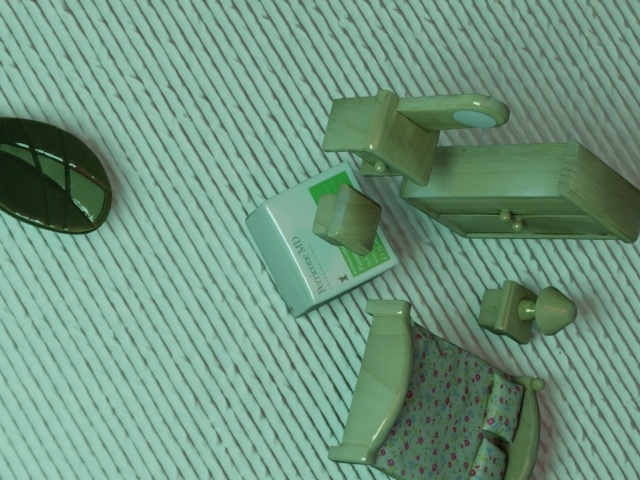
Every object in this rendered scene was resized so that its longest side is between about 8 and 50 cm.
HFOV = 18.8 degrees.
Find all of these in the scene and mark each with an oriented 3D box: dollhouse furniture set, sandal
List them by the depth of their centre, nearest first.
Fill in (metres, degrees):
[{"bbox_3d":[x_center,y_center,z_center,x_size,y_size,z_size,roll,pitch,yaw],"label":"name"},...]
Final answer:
[{"bbox_3d":[0.119,0.098,1.542,0.303,0.174,0.355,31,67,-45],"label":"dollhouse furniture set"},{"bbox_3d":[-0.279,-0.058,1.634,0.219,0.060,0.090,12,71,5],"label":"sandal"}]

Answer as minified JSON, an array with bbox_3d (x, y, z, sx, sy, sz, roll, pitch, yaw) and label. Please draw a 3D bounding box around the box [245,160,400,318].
[{"bbox_3d":[0.000,0.000,1.653,0.087,0.102,0.101,-26,87,-13],"label":"box"}]
